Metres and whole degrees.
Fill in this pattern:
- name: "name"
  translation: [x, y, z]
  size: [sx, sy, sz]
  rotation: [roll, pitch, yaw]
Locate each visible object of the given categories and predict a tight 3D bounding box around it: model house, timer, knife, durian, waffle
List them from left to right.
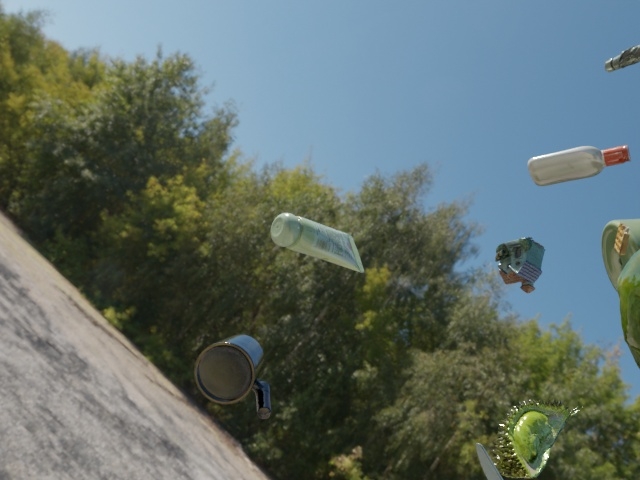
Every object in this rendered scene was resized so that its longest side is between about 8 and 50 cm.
- name: "knife"
  translation: [0.455, 0.626, 1.376]
  size: [0.331, 0.044, 0.080]
  rotation: [57, -22, 5]
- name: "model house"
  translation: [0.607, 0.087, 1.762]
  size: [0.119, 0.148, 0.148]
  rotation: [25, -28, -29]
- name: "durian"
  translation: [0.616, 0.585, 1.701]
  size: [0.169, 0.352, 0.158]
  rotation: [26, -53, 32]
- name: "waffle"
  translation: [0.953, -0.007, 1.820]
  size: [0.021, 0.092, 0.135]
  rotation: [12, 12, 18]
- name: "timer"
  translation: [1.175, 0.044, 1.960]
  size: [0.291, 0.315, 0.290]
  rotation: [-11, 90, -86]

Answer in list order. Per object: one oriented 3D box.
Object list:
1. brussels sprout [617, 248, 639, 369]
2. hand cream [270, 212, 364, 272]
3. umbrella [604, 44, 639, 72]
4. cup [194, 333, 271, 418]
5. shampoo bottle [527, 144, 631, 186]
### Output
- name: "brussels sprout"
  translation: [0.883, 0.172, 1.328]
  size: [0.361, 0.425, 0.342]
  rotation: [12, -26, -30]
- name: "hand cream"
  translation: [0.000, 0.000, 1.624]
  size: [0.306, 0.093, 0.147]
  rotation: [17, 41, -37]
- name: "umbrella"
  translation: [0.761, -0.449, 1.366]
  size: [0.188, 0.050, 0.046]
  rotation: [-10, -96, 63]
- name: "cup"
  translation: [-0.235, 0.382, 1.598]
  size: [0.177, 0.166, 0.239]
  rotation: [-18, 94, -84]
- name: "shampoo bottle"
  translation: [0.624, -0.185, 1.391]
  size: [0.221, 0.051, 0.108]
  rotation: [-10, -33, 33]
